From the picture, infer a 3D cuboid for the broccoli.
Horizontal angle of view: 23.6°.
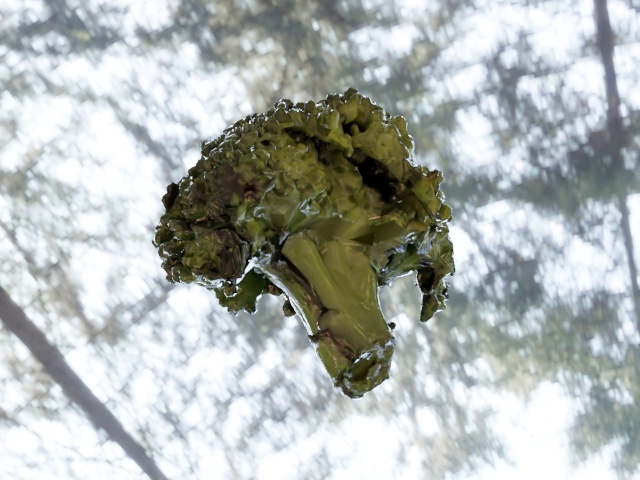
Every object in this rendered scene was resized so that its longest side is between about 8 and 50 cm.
[{"bbox_3d":[0.000,0.000,0.457,0.095,0.097,0.092,-23,-111,-8],"label":"broccoli"}]
